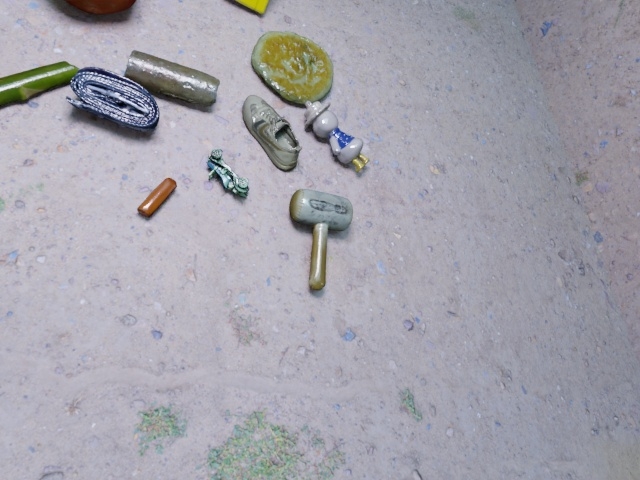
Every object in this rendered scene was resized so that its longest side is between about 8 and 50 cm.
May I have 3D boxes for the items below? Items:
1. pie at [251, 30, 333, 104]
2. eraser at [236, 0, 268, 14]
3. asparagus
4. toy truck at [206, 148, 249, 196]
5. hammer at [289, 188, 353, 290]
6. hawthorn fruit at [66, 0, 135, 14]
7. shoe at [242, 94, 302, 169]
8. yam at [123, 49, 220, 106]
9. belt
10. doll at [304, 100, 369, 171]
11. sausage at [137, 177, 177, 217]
[{"bbox_3d":[-0.094,-0.614,1.470,0.323,0.070,0.323,9,68,-23],"label":"pie"},{"bbox_3d":[-0.235,-0.942,1.451,0.158,0.226,0.069,16,34,-27],"label":"eraser"},{"bbox_3d":[-0.745,-0.404,1.051,0.067,0.060,0.277,42,55,8],"label":"asparagus"},{"bbox_3d":[-0.273,-0.182,1.183,0.078,0.080,0.154,-43,90,-13],"label":"toy truck"},{"bbox_3d":[0.000,0.000,1.224,0.201,0.113,0.306,9,70,-20],"label":"hammer"},{"bbox_3d":[-0.646,-0.782,1.161,0.275,0.299,0.275,-10,108,-34],"label":"hawthorn fruit"},{"bbox_3d":[-0.150,-0.358,1.309,0.103,0.098,0.275,-32,84,-37],"label":"shoe"},{"bbox_3d":[-0.436,-0.474,1.212,0.259,0.106,0.106,12,63,-25],"label":"yam"},{"bbox_3d":[-0.543,-0.374,1.109,0.218,0.128,0.122,21,90,-19],"label":"belt"},{"bbox_3d":[0.050,-0.360,1.405,0.293,0.119,0.138,47,48,-8],"label":"doll"},{"bbox_3d":[-0.430,-0.116,1.091,0.039,0.041,0.131,37,57,-11],"label":"sausage"}]
